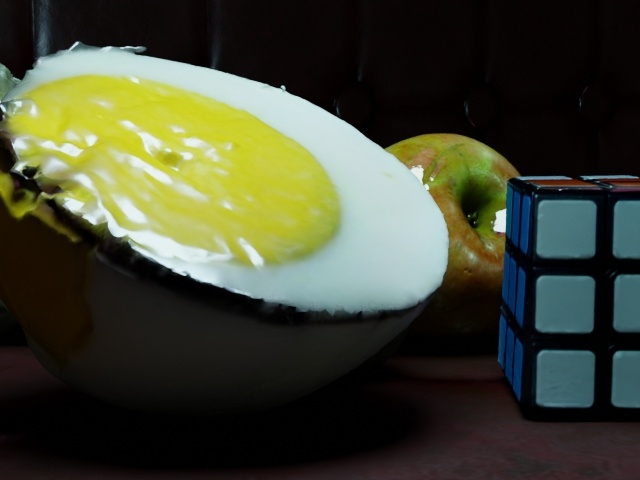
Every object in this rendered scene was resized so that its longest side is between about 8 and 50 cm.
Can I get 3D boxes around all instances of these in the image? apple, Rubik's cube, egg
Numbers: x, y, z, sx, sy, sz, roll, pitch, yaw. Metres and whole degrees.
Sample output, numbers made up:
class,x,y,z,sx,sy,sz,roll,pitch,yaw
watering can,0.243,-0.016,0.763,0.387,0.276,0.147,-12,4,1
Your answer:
class,x,y,z,sx,sy,sz,roll,pitch,yaw
apple,0.102,0.001,1.146,0.196,0.196,0.196,0,5,0
Rubik's cube,0.218,0.035,0.913,0.163,0.162,0.160,-1,6,2
egg,-0.090,0.017,0.887,0.337,0.201,0.337,16,33,-10

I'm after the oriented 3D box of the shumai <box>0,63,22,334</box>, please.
class,x,y,z,sx,sy,sz,roll,pitch,yaw
shumai,-0.326,-0.070,1.250,0.292,0.330,0.288,-45,-2,27

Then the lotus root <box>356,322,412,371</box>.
class,x,y,z,sx,sy,sz,roll,pitch,yaw
lotus root,-0.010,0.013,1.066,0.074,0.170,0.260,16,14,-33
